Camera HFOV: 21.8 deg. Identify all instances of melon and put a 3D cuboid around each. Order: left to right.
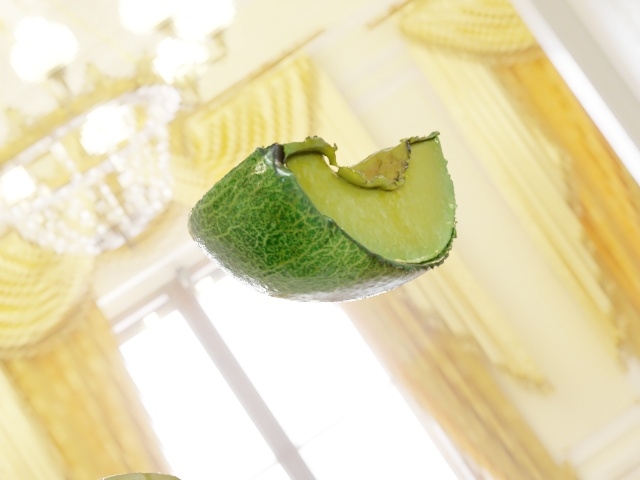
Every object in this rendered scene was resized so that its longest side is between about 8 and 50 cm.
[{"bbox_3d":[0.000,0.000,1.373,0.169,0.129,0.265,-30,-10,32],"label":"melon"}]

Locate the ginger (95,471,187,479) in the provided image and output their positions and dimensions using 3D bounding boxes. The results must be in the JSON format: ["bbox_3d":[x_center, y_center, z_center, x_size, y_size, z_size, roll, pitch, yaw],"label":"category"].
[{"bbox_3d":[-0.145,0.296,1.284,0.130,0.221,0.276,-11,-3,16],"label":"ginger"}]
